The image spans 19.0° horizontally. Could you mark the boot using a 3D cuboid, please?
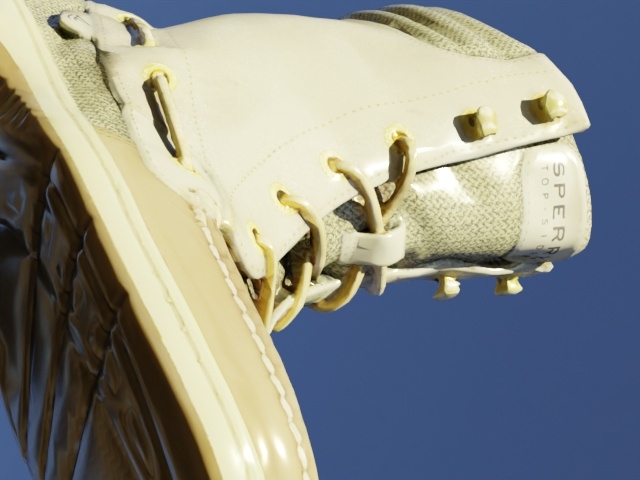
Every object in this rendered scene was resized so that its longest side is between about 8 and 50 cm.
[{"bbox_3d":[0.000,0.000,0.466,0.213,0.165,0.077,56,-42,48],"label":"boot"}]
